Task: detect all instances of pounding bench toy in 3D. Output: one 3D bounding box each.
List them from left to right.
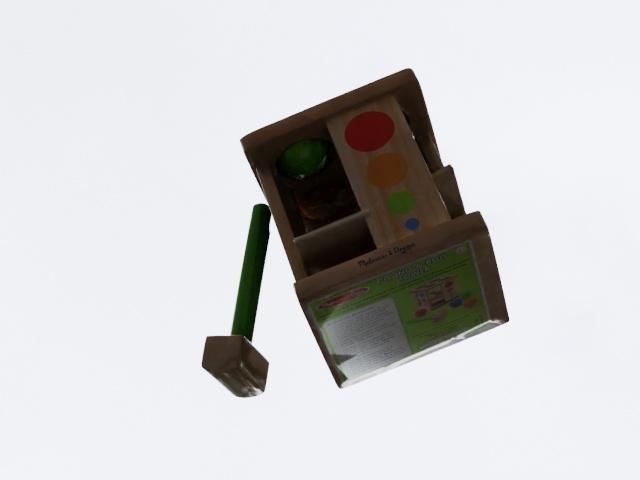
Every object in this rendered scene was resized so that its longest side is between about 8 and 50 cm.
[{"bbox_3d":[0.000,0.000,0.401,0.083,0.052,0.065,-22,-125,1],"label":"pounding bench toy"}]
